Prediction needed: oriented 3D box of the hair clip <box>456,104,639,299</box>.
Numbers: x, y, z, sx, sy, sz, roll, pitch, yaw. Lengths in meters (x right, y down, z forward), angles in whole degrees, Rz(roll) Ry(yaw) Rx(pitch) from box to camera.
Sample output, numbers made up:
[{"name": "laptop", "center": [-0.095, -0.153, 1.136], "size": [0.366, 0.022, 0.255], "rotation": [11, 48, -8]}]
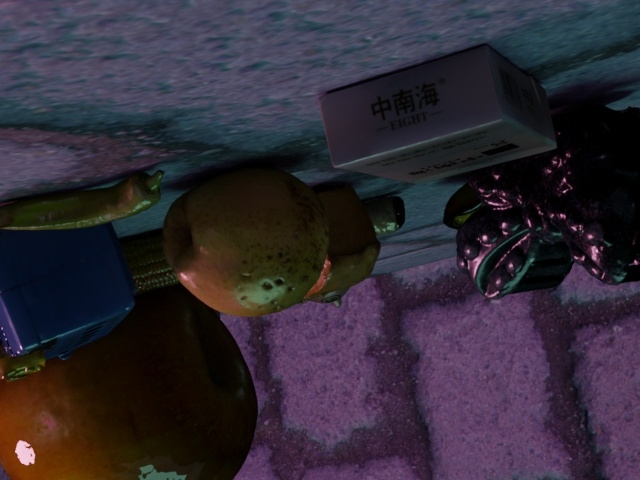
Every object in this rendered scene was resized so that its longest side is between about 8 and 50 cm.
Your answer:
[{"name": "hair clip", "center": [0.267, -0.047, 1.306], "size": [0.194, 0.206, 0.310], "rotation": [-3, 175, -28]}]

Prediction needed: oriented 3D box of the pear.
[{"name": "pear", "center": [-0.082, -0.002, 1.278], "size": [0.178, 0.178, 0.178], "rotation": [-12, 174, -1]}]

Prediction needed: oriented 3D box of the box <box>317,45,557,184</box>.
[{"name": "box", "center": [0.114, -0.105, 1.073], "size": [0.155, 0.067, 0.243], "rotation": [-13, 174, 20]}]

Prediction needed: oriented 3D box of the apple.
[{"name": "apple", "center": [-0.283, 0.240, 1.732], "size": [0.374, 0.374, 0.384], "rotation": [-14, 177, 12]}]

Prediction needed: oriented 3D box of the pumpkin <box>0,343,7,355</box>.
[{"name": "pumpkin", "center": [-0.423, 0.175, 1.963], "size": [0.300, 0.207, 0.300], "rotation": [-7, 167, -2]}]

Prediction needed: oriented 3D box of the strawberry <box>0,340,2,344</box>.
[{"name": "strawberry", "center": [-0.467, 0.118, 1.578], "size": [0.098, 0.174, 0.228], "rotation": [-33, 174, 11]}]

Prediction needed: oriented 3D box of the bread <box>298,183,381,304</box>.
[{"name": "bread", "center": [0.000, 0.000, 1.579], "size": [0.139, 0.143, 0.229], "rotation": [-22, -178, -27]}]

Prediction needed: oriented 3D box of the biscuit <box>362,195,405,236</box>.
[{"name": "biscuit", "center": [0.022, -0.018, 1.775], "size": [0.219, 0.061, 0.055], "rotation": [-12, -141, 16]}]

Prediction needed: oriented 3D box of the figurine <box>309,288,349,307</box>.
[{"name": "figurine", "center": [0.003, 0.063, 2.218], "size": [0.125, 0.125, 0.138], "rotation": [-10, 158, -21]}]

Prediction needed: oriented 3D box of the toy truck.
[{"name": "toy truck", "center": [-0.320, 0.066, 1.388], "size": [0.162, 0.161, 0.385], "rotation": [-20, 176, -18]}]

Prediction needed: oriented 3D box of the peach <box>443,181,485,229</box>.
[{"name": "peach", "center": [0.307, -0.078, 1.764], "size": [0.279, 0.068, 0.189], "rotation": [-7, 165, -28]}]

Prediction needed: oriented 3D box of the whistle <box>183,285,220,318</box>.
[{"name": "whistle", "center": [-0.270, 0.160, 2.122], "size": [0.188, 0.168, 0.405], "rotation": [-7, -178, -6]}]

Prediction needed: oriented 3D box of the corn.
[{"name": "corn", "center": [-0.208, 0.022, 1.605], "size": [0.231, 0.080, 0.080], "rotation": [-17, 174, 7]}]

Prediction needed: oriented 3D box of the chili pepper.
[{"name": "chili pepper", "center": [-0.244, -0.030, 1.166], "size": [0.208, 0.043, 0.049], "rotation": [-13, -173, 7]}]
